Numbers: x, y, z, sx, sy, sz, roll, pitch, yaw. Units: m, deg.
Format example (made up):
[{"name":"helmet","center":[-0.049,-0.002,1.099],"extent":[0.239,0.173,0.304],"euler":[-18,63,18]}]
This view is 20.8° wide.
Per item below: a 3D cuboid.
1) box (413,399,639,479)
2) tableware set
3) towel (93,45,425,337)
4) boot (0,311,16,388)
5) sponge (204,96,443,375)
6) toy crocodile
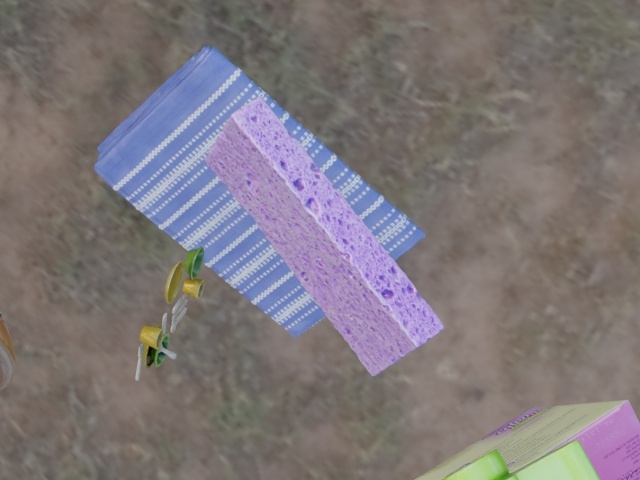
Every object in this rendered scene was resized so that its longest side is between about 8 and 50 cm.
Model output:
[{"name":"box","center":[0.274,0.307,2.213],"extent":[0.213,0.243,0.117],"euler":[-28,95,-24]},{"name":"tableware set","center":[-0.155,0.075,1.852],"extent":[0.154,0.024,0.104],"euler":[-57,160,-56]},{"name":"towel","center":[-0.076,-0.053,2.020],"extent":[0.336,0.040,0.243],"euler":[41,127,-13]},{"name":"boot","center":[-0.334,0.047,1.563],"extent":[0.073,0.152,0.197],"euler":[-22,98,-4]},{"name":"sponge","center":[0.000,0.000,1.254],"extent":[0.031,0.117,0.210],"euler":[-37,88,-19]},{"name":"toy crocodile","center":[0.108,0.286,1.641],"extent":[0.340,0.105,0.115],"euler":[-26,84,16]}]
